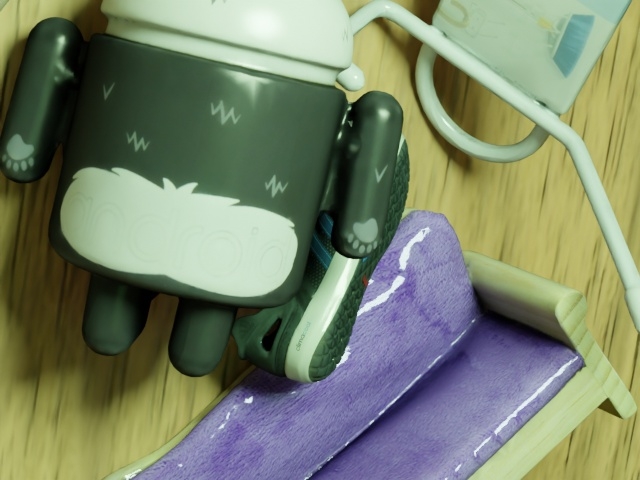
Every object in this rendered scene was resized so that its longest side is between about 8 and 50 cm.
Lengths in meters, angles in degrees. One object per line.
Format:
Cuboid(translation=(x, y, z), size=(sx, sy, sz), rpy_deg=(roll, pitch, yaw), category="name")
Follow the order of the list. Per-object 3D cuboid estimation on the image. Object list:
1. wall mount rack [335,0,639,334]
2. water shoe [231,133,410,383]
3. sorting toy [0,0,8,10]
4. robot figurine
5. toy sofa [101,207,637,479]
Cuboid(translation=(0.161, -0.121, 1.256), size=(0.304, 0.350, 0.130), rpy_deg=(37, 49, 11), category="wall mount rack")
Cuboid(translation=(0.000, 0.000, 1.364), size=(0.073, 0.080, 0.203), rpy_deg=(75, 34, -58), category="water shoe")
Cuboid(translation=(-0.291, -0.175, 1.178), size=(0.208, 0.038, 0.193), rpy_deg=(32, 106, -32), category="sorting toy")
Cuboid(translation=(-0.078, -0.058, 1.262), size=(0.209, 0.173, 0.278), rpy_deg=(9, 97, -39), category="robot figurine")
Cuboid(translation=(0.028, 0.153, 1.369), size=(0.362, 0.150, 0.177), rpy_deg=(-41, 117, -14), category="toy sofa")
